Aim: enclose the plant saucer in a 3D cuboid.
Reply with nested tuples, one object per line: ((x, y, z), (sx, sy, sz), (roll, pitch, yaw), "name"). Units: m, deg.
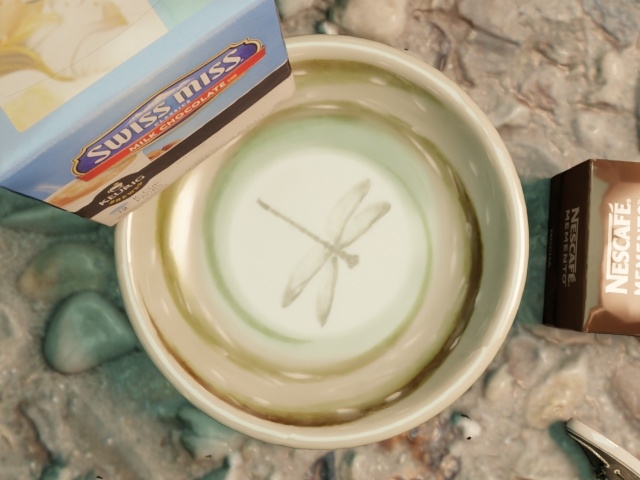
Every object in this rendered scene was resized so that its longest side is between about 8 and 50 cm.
((0.000, 0.000, 0.703), (0.400, 0.100, 0.401), (0, 85, -1), "plant saucer")

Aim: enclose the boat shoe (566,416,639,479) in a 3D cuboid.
((0.308, 0.238, 0.713), (0.142, 0.049, 0.040), (37, 87, 0), "boat shoe")

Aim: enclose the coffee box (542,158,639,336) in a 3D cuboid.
((0.389, 0.019, 0.693), (0.297, 0.119, 0.168), (4, 86, 0), "coffee box")

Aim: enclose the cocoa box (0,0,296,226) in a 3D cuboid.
((-0.212, -0.223, 0.560), (0.231, 0.228, 0.347), (-35, 85, -2), "cocoa box")
